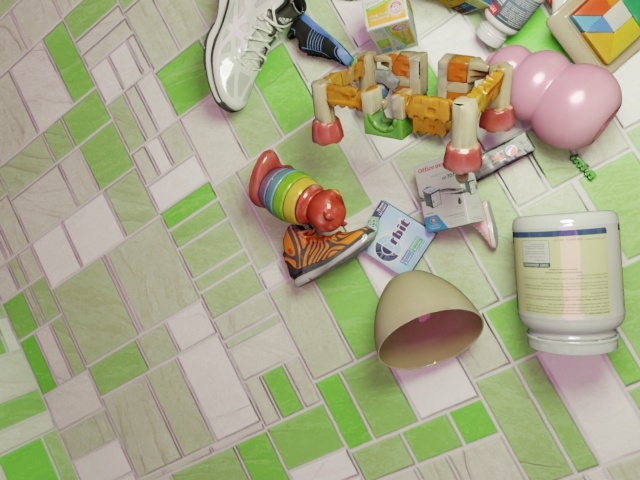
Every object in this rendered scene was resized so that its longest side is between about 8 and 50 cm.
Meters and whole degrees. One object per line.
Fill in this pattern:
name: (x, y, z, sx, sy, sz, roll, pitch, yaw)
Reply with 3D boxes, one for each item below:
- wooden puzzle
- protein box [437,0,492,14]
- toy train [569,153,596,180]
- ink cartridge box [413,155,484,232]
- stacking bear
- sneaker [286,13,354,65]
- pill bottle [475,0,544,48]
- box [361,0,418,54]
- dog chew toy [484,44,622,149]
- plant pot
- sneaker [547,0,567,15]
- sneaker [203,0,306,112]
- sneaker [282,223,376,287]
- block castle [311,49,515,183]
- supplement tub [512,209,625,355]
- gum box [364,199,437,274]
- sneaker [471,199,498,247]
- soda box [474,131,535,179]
wooden puzzle: (0.707, -0.536, 1.194, 0.239, 0.044, 0.221, -42, 108, 18)
protein box: (0.356, -0.723, 1.259, 0.201, 0.136, 0.199, 19, 100, -16)
toy train: (0.679, -0.191, 1.281, 0.024, 0.017, 0.083, -38, 80, 6)
ink cartridge box: (0.344, -0.127, 1.335, 0.140, 0.082, 0.190, -15, 86, 48)
stacking bear: (-0.051, -0.117, 1.398, 0.289, 0.175, 0.164, 28, 88, 33)
sneaker: (-0.003, -0.574, 1.465, 0.232, 0.081, 0.090, 47, 108, 18)
pill bottle: (0.483, -0.588, 1.255, 0.108, 0.108, 0.180, 47, 133, 11)
box: (0.189, -0.591, 1.329, 0.114, 0.203, 0.103, -10, 89, 19)
dog chew toy: (0.555, -0.372, 1.226, 0.332, 0.207, 0.206, 41, 104, 21)
plant pot: (0.263, 0.192, 1.330, 0.284, 0.284, 0.190, -32, 47, 17)
sneaker: (0.596, -0.666, 1.256, 0.145, 0.090, 0.269, 24, 110, 32)
sneaker: (-0.188, -0.602, 1.443, 0.258, 0.169, 0.446, 10, 94, 37)
sneaker: (0.000, 0.000, 1.440, 0.321, 0.125, 0.180, -32, 80, 31)
block castle: (0.225, -0.317, 1.242, 0.454, 0.303, 0.212, 18, 135, 32)
supplement tub: (0.601, 0.095, 1.205, 0.236, 0.235, 0.324, -4, 91, 19)
gum box: (0.215, -0.004, 1.433, 0.184, 0.041, 0.156, 35, 103, 15)
sneaker: (0.440, -0.040, 1.354, 0.070, 0.051, 0.134, -13, 95, 32)
soda box: (0.481, -0.223, 1.326, 0.169, 0.053, 0.060, -28, 84, 18)
